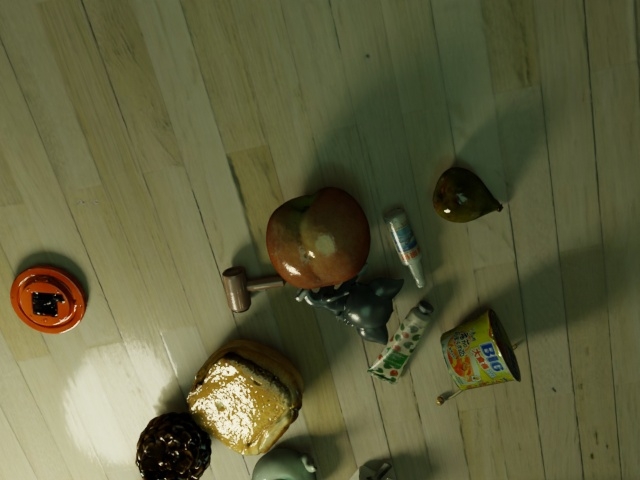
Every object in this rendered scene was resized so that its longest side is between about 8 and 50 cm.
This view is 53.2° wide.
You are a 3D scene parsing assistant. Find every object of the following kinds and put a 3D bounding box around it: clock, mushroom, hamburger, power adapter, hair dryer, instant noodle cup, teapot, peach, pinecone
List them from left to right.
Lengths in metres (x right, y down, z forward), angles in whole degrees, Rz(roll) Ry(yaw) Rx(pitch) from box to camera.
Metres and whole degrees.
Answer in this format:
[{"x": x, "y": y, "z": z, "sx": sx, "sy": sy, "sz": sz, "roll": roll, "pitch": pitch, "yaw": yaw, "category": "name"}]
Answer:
[{"x": -0.740, "y": 0.163, "z": 1.739, "sx": 0.205, "sy": 0.051, "sz": 0.205, "roll": 1, "pitch": 112, "yaw": 3, "category": "clock"}, {"x": -0.411, "y": 0.596, "z": 1.804, "sx": 0.224, "sy": 0.272, "sz": 0.224, "roll": 4, "pitch": 76, "yaw": -16, "category": "pinecone"}, {"x": -0.205, "y": 0.424, "z": 1.756, "sx": 0.284, "sy": 0.174, "sz": 0.304, "roll": 38, "pitch": 109, "yaw": -10, "category": "hamburger"}, {"x": -0.162, "y": 0.122, "z": 1.696, "sx": 0.182, "sy": 0.064, "sz": 0.117, "roll": -9, "pitch": 113, "yaw": 0, "category": "hair dryer"}, {"x": -0.109, "y": 0.716, "z": 1.897, "sx": 0.193, "sy": 0.129, "sz": 0.294, "roll": 41, "pitch": 108, "yaw": -12, "category": "teapot"}, {"x": 0.000, "y": 0.000, "z": 1.545, "sx": 0.252, "sy": 0.252, "sz": 0.252, "roll": 1, "pitch": 112, "yaw": 2, "category": "peach"}, {"x": 0.151, "y": 0.750, "z": 1.900, "sx": 0.125, "sy": 0.130, "sz": 0.205, "roll": 31, "pitch": 111, "yaw": -10, "category": "power adapter"}, {"x": 0.439, "y": 0.380, "z": 1.798, "sx": 0.286, "sy": 0.028, "sz": 0.026, "roll": -40, "pitch": 63, "yaw": 15, "category": "mushroom"}, {"x": 0.414, "y": 0.293, "z": 1.680, "sx": 0.153, "sy": 0.205, "sz": 0.205, "roll": -22, "pitch": 110, "yaw": 22, "category": "instant noodle cup"}]

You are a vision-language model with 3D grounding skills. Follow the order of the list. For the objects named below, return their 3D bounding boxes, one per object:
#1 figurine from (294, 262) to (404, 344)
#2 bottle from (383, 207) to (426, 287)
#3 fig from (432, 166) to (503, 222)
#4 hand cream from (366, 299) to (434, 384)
[{"x": 0.077, "y": 0.143, "z": 1.653, "sx": 0.265, "sy": 0.140, "sz": 0.193, "roll": 19, "pitch": 95, "yaw": -30, "category": "figurine"}, {"x": 0.224, "y": 0.024, "z": 1.640, "sx": 0.060, "sy": 0.060, "sz": 0.217, "roll": -20, "pitch": 111, "yaw": 10, "category": "bottle"}, {"x": 0.368, "y": -0.100, "z": 1.548, "sx": 0.185, "sy": 0.126, "sz": 0.133, "roll": 14, "pitch": 99, "yaw": 0, "category": "fig"}, {"x": 0.225, "y": 0.282, "z": 1.748, "sx": 0.095, "sy": 0.059, "sz": 0.276, "roll": 24, "pitch": 116, "yaw": -5, "category": "hand cream"}]
